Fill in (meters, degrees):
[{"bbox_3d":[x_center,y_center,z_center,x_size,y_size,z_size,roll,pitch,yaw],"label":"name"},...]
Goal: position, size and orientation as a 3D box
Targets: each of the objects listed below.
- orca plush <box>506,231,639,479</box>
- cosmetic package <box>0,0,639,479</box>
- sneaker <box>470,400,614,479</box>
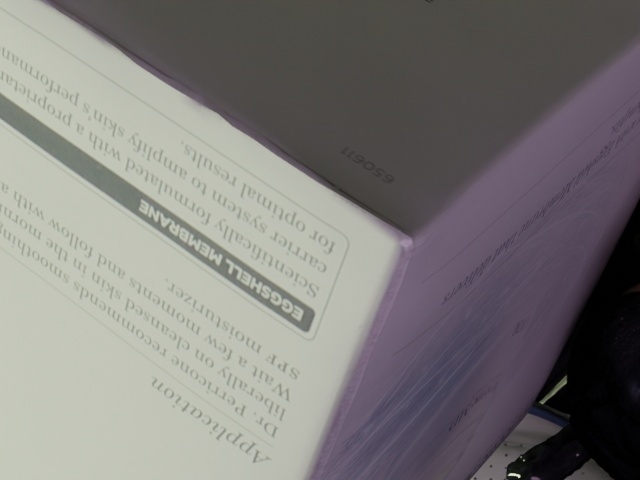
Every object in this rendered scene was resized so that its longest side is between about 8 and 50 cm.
[{"bbox_3d":[0.123,0.087,0.581,0.102,0.287,0.151,-32,89,15],"label":"orca plush"},{"bbox_3d":[0.000,0.000,0.478,0.138,0.224,0.224,34,132,16],"label":"cosmetic package"},{"bbox_3d":[0.133,0.179,0.687,0.316,0.182,0.127,4,129,-7],"label":"sneaker"}]
